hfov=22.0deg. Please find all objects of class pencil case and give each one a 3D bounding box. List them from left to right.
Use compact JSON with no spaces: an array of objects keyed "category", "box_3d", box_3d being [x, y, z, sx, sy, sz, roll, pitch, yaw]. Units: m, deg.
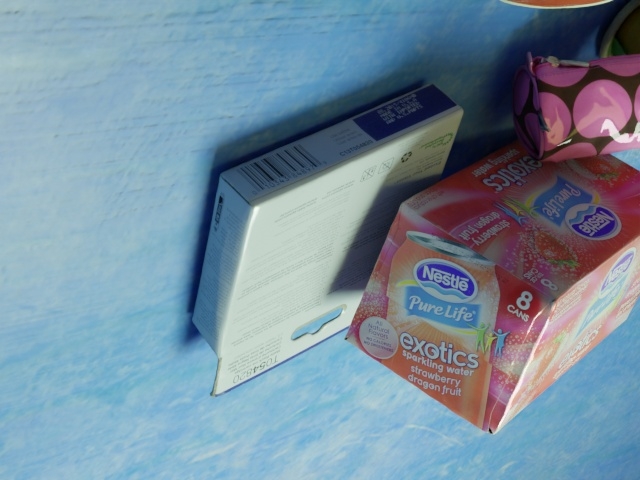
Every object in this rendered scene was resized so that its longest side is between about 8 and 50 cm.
[{"category":"pencil case","box_3d":[0.270,-0.125,1.391,0.209,0.095,0.098,-9,115,-7]}]

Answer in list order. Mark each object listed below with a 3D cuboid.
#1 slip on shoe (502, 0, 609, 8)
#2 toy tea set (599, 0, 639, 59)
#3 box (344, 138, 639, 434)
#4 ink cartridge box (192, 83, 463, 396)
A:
[{"category":"slip on shoe","box_3d":[0.167,-0.219,1.203,0.331,0.101,0.123,3,124,-56]},{"category":"toy tea set","box_3d":[0.366,-0.172,1.501,0.200,0.124,0.336,-45,152,-2]},{"category":"box","box_3d":[0.174,0.022,1.399,0.300,0.154,0.142,-27,145,-54]},{"category":"ink cartridge box","box_3d":[0.000,0.000,1.317,0.223,0.045,0.224,-25,146,-34]}]
